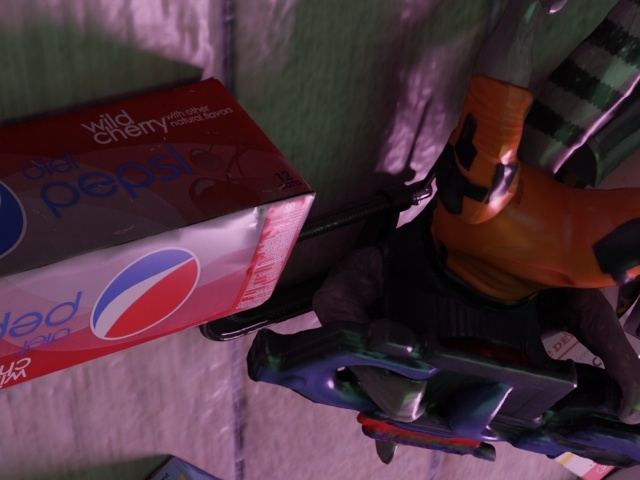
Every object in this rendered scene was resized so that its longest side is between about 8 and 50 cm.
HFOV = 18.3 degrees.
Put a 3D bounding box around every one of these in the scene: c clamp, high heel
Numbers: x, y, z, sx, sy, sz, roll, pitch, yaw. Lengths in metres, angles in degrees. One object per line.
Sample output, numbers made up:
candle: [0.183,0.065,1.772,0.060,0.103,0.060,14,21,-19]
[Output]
c clamp: [0.000,0.000,1.151,0.160,0.022,0.137,-23,152,-32]
high heel: [0.221,-0.044,1.288,0.186,0.093,0.261,-39,155,-21]

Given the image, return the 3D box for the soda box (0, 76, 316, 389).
soda box: [-0.137,0.005,0.913,0.263,0.092,0.083,-16,143,-36]

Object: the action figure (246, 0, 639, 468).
action figure: [0.140,0.018,1.133,0.341,0.178,0.330,20,130,-27]

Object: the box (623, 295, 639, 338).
box: [0.315,0.021,1.245,0.181,0.182,0.119,-63,180,1]

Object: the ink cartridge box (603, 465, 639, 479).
ink cartridge box: [0.374,0.331,1.904,0.285,0.166,0.395,-34,150,-12]

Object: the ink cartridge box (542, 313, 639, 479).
ink cartridge box: [0.199,0.108,1.485,0.115,0.067,0.198,-44,151,7]

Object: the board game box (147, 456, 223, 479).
board game box: [-0.039,0.294,1.244,0.142,0.275,0.144,-43,152,4]
